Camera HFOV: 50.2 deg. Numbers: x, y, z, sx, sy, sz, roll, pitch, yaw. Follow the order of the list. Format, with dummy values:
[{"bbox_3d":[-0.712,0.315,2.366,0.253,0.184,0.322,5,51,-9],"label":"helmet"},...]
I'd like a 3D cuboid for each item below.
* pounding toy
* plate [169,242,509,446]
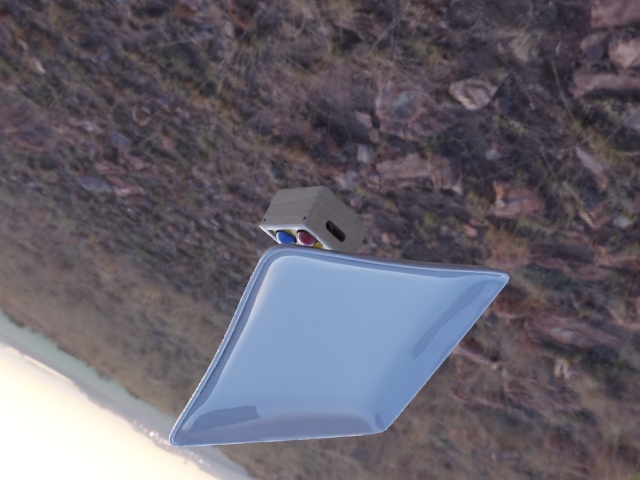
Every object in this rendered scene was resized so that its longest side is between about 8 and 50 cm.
[{"bbox_3d":[0.000,0.000,1.037,0.130,0.100,0.141,0,146,49],"label":"pounding toy"},{"bbox_3d":[0.013,0.107,0.692,0.277,0.045,0.278,6,129,-32],"label":"plate"}]
